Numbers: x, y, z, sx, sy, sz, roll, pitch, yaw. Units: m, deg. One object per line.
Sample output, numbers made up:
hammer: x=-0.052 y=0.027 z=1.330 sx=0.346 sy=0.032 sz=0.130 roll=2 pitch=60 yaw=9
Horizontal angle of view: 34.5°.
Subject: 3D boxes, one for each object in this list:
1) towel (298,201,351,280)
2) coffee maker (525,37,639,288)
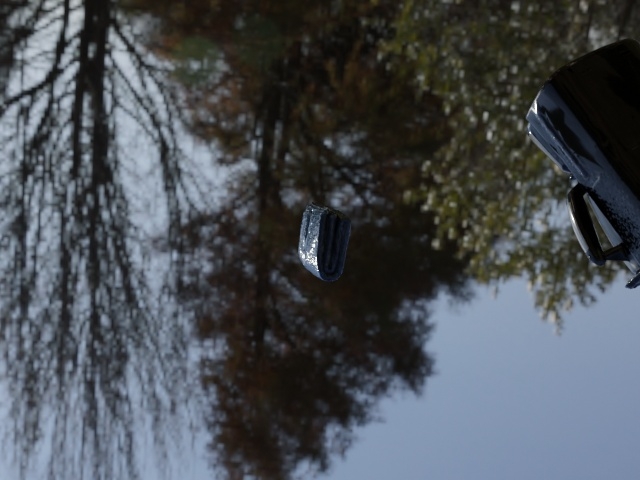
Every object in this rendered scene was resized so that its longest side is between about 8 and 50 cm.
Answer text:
towel: x=0.000 y=0.000 z=0.981 sx=0.029 sy=0.067 sz=0.119 roll=8 pitch=-175 yaw=-12
coffee maker: x=0.271 y=-0.077 z=0.857 sx=0.120 sy=0.171 sz=0.178 roll=-15 pitch=-114 yaw=-40
